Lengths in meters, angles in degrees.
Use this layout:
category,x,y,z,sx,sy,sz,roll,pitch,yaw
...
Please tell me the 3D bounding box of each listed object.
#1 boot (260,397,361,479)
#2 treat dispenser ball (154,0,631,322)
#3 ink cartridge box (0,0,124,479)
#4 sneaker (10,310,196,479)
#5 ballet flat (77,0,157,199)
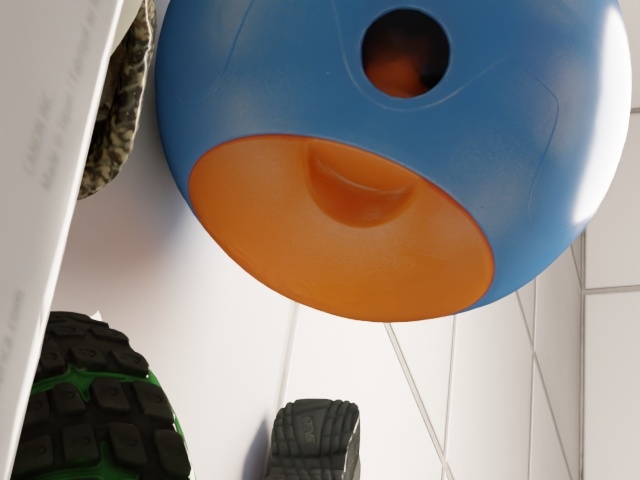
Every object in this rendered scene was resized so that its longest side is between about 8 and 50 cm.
category,x,y,z,sx,sy,sz,roll,pitch,yaw
boot,-0.010,0.230,0.980,0.246,0.083,0.161,-57,145,-62
treat dispenser ball,0.043,-0.093,0.876,0.288,0.288,0.288,-5,90,-73
ink cartridge box,-0.201,-0.042,0.226,0.385,0.091,0.308,44,42,-41
sneaker,-0.113,0.200,0.614,0.146,0.134,0.343,123,-38,-78
ballet flat,-0.106,-0.182,0.434,0.483,0.164,0.182,91,-24,-54
